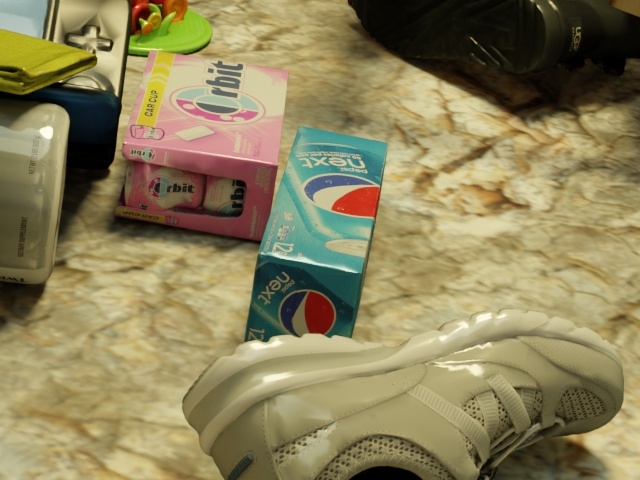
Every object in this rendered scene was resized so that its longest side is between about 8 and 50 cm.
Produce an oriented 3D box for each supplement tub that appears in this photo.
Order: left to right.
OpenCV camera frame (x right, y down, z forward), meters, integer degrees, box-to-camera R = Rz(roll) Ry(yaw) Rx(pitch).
[{"bbox_3d":[-0.257,-0.039,1.215,0.190,0.117,0.117,6,26,-6],"label":"supplement tub"}]

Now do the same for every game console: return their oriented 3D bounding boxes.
[{"bbox_3d":[-0.278,-0.153,1.354,0.293,0.173,0.250,7,51,-7],"label":"game console"}]

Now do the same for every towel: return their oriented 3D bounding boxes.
[{"bbox_3d":[-0.269,-0.138,1.250,0.237,0.021,0.102,16,22,17],"label":"towel"}]

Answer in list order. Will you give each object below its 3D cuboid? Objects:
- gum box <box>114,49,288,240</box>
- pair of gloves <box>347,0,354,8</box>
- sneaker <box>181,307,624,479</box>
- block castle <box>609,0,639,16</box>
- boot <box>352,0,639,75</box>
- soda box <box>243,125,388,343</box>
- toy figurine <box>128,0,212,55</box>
[{"bbox_3d":[-0.083,-0.069,1.397,0.107,0.062,0.188,8,26,-3],"label":"gum box"},{"bbox_3d":[0.050,-0.235,1.838,0.074,0.010,0.083,-5,31,-28],"label":"pair of gloves"},{"bbox_3d":[0.059,0.115,1.078,0.281,0.105,0.115,-5,60,-32],"label":"sneaker"},{"bbox_3d":[0.186,-0.343,1.660,0.303,0.213,0.453,10,18,3],"label":"block castle"},{"bbox_3d":[0.177,-0.204,1.730,0.207,0.094,0.246,-8,22,-45],"label":"boot"},{"bbox_3d":[0.000,0.000,1.277,0.067,0.071,0.210,10,26,1],"label":"soda box"},{"bbox_3d":[-0.159,-0.246,1.618,0.130,0.159,0.173,26,31,30],"label":"toy figurine"}]
